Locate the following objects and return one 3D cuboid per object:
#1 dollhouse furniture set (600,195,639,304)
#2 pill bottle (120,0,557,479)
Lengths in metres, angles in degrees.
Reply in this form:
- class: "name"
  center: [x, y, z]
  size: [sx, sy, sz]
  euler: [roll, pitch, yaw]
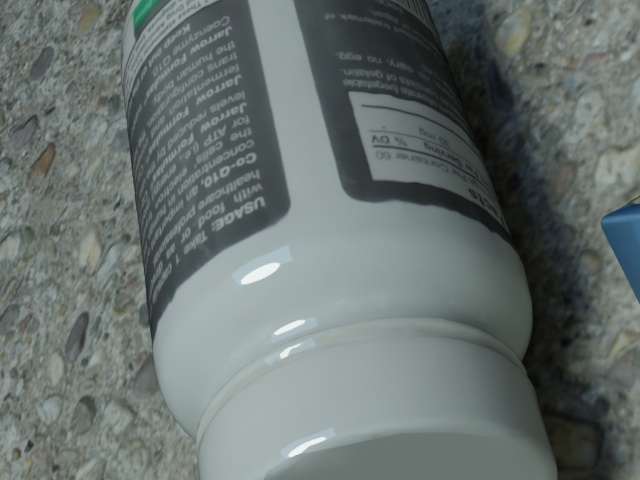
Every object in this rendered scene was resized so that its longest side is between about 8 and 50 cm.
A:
- class: "dollhouse furniture set"
  center: [0.278, 0.011, 0.361]
  size: [0.286, 0.198, 0.303]
  euler: [-28, 2, -7]
- class: "pill bottle"
  center: [0.000, 0.000, 0.739]
  size: [0.204, 0.204, 0.361]
  euler: [-39, 43, 28]
